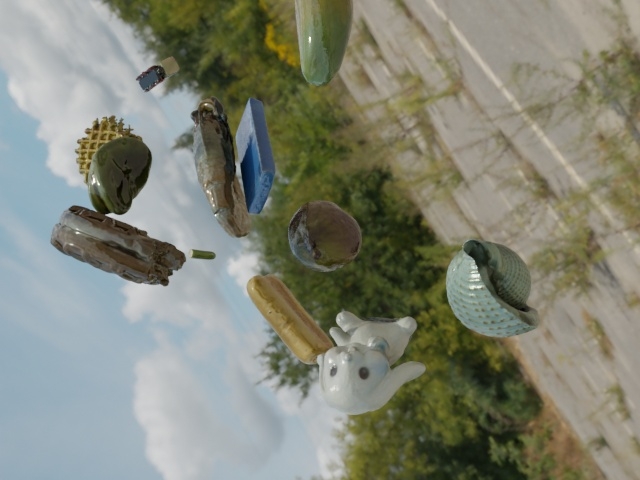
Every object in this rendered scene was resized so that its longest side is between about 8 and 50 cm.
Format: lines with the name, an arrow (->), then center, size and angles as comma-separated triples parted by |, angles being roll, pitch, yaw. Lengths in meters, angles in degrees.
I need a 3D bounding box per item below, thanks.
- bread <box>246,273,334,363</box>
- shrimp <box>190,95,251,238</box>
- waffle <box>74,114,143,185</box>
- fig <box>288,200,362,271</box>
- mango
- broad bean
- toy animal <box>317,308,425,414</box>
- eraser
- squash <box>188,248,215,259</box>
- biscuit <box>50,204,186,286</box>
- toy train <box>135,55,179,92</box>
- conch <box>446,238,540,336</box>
bread -> -0.091, 0.219, 2.362 | 0.305, 0.091, 0.142 | 49, -157, 19
shrimp -> -0.259, -0.200, 2.243 | 0.221, 0.110, 0.445 | 46, -154, -57
waffle -> -0.544, -0.219, 2.190 | 0.193, 0.197, 0.070 | 43, -166, 23
fig -> -0.001, 0.002, 1.867 | 0.170, 0.145, 0.274 | 43, -165, -1
mango -> 0.003, -0.339, 1.328 | 0.130, 0.092, 0.194 | -178, 93, -78
broad bean -> -0.461, -0.151, 1.946 | 0.153, 0.072, 0.206 | 59, -144, -42
toy animal -> 0.094, 0.291, 2.001 | 0.249, 0.289, 0.174 | 11, 119, 44
eraser -> -0.170, -0.222, 2.206 | 0.311, 0.043, 0.144 | -104, 29, -44
squash -> -0.339, 0.042, 2.455 | 0.083, 0.027, 0.027 | 7, -142, -36
biscuit -> -0.448, 0.015, 1.860 | 0.268, 0.115, 0.366 | 22, 173, 1
toy train -> -0.437, -0.443, 2.273 | 0.138, 0.087, 0.050 | -15, 108, 56
conch -> 0.446, 0.136, 2.313 | 0.319, 0.215, 0.302 | 27, -143, -36
